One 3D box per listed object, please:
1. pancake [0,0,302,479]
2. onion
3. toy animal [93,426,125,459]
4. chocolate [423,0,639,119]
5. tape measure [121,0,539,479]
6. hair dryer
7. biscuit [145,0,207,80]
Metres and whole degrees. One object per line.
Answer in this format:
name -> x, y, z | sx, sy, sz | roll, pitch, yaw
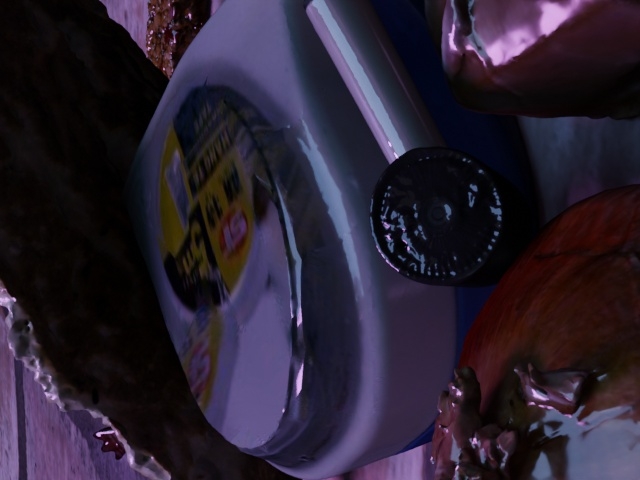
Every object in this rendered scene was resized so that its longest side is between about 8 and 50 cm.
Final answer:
pancake -> -0.134, 0.011, 0.913 | 0.067, 0.305, 0.426 | -27, 105, 32
onion -> 0.114, 0.095, 0.533 | 0.230, 0.163, 0.230 | 23, 117, 56
toy animal -> -0.136, 0.119, 1.177 | 0.218, 0.116, 0.179 | 55, -177, -4
chocolate -> 0.090, -0.159, 0.597 | 0.148, 0.093, 0.214 | 142, 117, -63
tape measure -> -0.002, -0.002, 0.783 | 0.259, 0.138, 0.262 | 126, 131, -57
hair dryer -> 0.029, -0.069, 0.618 | 0.197, 0.057, 0.100 | 64, -168, 8
biscuit -> -0.111, -0.193, 1.075 | 0.064, 0.034, 0.199 | 34, 127, 56
